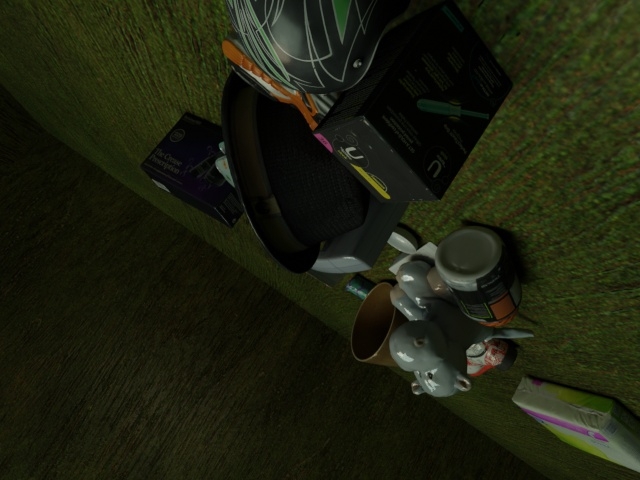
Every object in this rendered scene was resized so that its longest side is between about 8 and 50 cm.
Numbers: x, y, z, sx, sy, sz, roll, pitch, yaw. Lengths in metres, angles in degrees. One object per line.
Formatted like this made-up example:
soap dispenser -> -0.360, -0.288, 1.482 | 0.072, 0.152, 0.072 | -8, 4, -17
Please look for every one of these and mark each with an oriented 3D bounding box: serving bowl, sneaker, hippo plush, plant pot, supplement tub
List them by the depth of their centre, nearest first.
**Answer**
sneaker -> 0.021, -0.192, 0.570 | 0.262, 0.121, 0.099 | 36, 176, -16
supplement tub -> 0.283, 0.070, 0.831 | 0.117, 0.117, 0.190 | 21, 159, 43
hippo plush -> 0.239, 0.210, 1.004 | 0.294, 0.236, 0.234 | 43, 148, -15
serving bowl -> 0.173, -0.006, 1.005 | 0.083, 0.027, 0.083 | 32, 165, 10
sneaker -> 0.419, 0.298, 1.314 | 0.145, 0.090, 0.270 | 34, 162, 5
plant pot -> 0.259, 0.275, 1.388 | 0.254, 0.237, 0.237 | 23, 169, -16

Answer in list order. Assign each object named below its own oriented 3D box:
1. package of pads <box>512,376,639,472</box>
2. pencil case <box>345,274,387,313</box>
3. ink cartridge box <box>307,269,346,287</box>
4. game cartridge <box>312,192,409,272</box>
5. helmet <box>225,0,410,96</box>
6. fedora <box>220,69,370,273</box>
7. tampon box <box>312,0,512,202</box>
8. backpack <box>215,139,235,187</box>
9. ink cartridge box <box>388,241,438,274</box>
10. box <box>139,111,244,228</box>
package of pads -> 0.703, 0.486, 1.258 | 0.229, 0.101, 0.296 | 38, 165, -13
pencil case -> 0.158, 0.171, 1.518 | 0.152, 0.064, 0.070 | 31, 148, 16
ink cartridge box -> 0.008, 0.021, 1.083 | 0.189, 0.232, 0.066 | 29, 134, 20
game cartridge -> 0.027, -0.035, 0.902 | 0.060, 0.196, 0.294 | 35, 167, -30
helmet -> -0.009, -0.228, 0.438 | 0.169, 0.161, 0.169 | 32, 165, 10
fedora -> -0.012, -0.120, 0.722 | 0.153, 0.334, 0.334 | -11, 147, 17
tampon box -> 0.096, -0.137, 0.499 | 0.120, 0.161, 0.101 | 42, 164, -24
backpack -> -0.100, -0.149, 0.932 | 0.188, 0.144, 0.166 | 38, 160, -25
ink cartridge box -> 0.256, 0.063, 1.060 | 0.145, 0.045, 0.179 | 36, 147, -5
box -> -0.268, -0.173, 1.129 | 0.261, 0.184, 0.103 | 27, 161, 25
